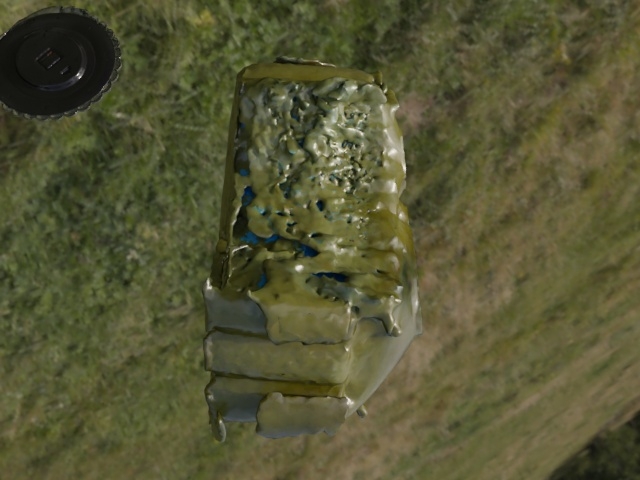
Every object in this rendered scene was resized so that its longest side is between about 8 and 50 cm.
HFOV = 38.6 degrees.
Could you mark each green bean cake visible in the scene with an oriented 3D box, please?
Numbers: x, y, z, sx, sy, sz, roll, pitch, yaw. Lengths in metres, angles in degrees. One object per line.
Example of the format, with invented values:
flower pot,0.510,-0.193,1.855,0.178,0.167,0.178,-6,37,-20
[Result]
green bean cake,0.000,0.000,0.844,0.202,0.310,0.285,4,123,-3

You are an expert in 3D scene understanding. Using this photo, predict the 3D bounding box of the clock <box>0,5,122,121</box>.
clock,-0.145,-0.096,0.496,0.074,0.083,0.010,-46,153,-17
